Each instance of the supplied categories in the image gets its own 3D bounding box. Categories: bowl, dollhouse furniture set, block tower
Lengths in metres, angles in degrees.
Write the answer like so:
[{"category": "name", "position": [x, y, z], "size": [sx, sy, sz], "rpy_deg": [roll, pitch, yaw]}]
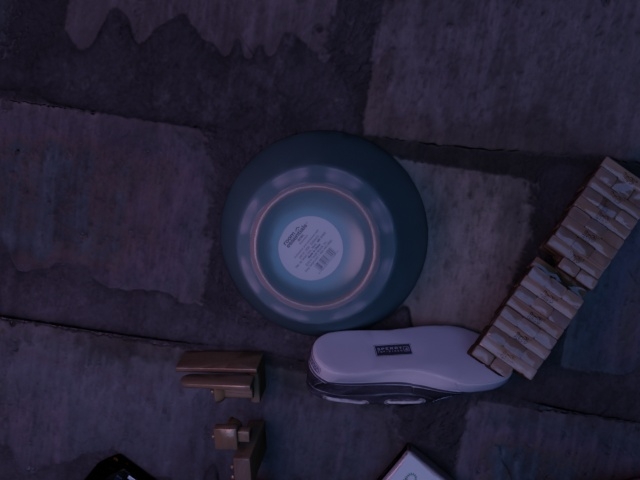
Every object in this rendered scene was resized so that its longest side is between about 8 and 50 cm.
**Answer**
[{"category": "bowl", "position": [0.000, 0.000, 1.774], "size": [0.312, 0.163, 0.311], "rpy_deg": [0, 96, 3]}, {"category": "dollhouse furniture set", "position": [-0.153, 0.263, 1.839], "size": [0.123, 0.144, 0.151], "rpy_deg": [1, 111, 9]}, {"category": "block tower", "position": [0.340, 0.048, 1.759], "size": [0.091, 0.097, 0.335], "rpy_deg": [35, 88, 3]}]

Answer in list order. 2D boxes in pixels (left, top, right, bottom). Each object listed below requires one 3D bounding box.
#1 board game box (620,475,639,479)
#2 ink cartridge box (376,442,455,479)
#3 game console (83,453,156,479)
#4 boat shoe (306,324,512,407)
[{"category": "board game box", "position": [0.436, 0.429, 1.822], "size": [0.281, 0.027, 0.145], "rpy_deg": [-11, 86, -5]}, {"category": "ink cartridge box", "position": [0.217, 0.489, 1.862], "size": [0.371, 0.069, 0.175], "rpy_deg": [40, 97, 2]}, {"category": "game console", "position": [-0.245, 0.509, 1.912], "size": [0.361, 0.044, 0.213], "rpy_deg": [37, 100, 0]}, {"category": "boat shoe", "position": [0.128, 0.197, 1.820], "size": [0.301, 0.108, 0.102], "rpy_deg": [0, 137, -12]}]
